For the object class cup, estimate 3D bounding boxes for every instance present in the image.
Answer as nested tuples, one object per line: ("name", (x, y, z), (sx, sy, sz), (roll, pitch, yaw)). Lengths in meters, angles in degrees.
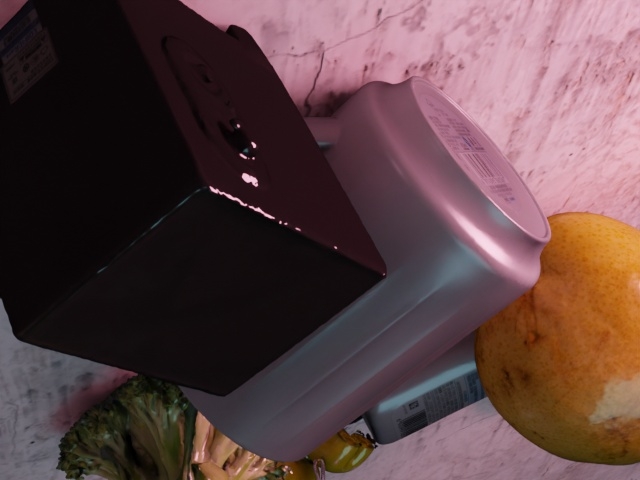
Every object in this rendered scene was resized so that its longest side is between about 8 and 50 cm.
("cup", (0.000, 0.000, 1.021), (0.323, 0.237, 0.327), (38, 114, -26))

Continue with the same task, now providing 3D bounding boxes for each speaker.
("speaker", (-0.113, -0.050, 0.799), (0.184, 0.254, 0.232), (-38, 147, 17))

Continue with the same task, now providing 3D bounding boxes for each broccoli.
("broccoli", (-0.165, 0.296, 1.190), (0.252, 0.361, 0.221), (42, 119, -18))

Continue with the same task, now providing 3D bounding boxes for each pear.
("pear", (0.338, 0.125, 1.372), (0.314, 0.314, 0.314), (-21, 148, -13))

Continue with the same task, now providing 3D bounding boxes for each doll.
("doll", (-0.036, 0.323, 1.521), (0.221, 0.135, 0.143), (-49, 147, 10))

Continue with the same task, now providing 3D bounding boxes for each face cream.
("face cream", (0.212, 0.175, 1.556), (0.337, 0.080, 0.163), (-26, 148, -5))
